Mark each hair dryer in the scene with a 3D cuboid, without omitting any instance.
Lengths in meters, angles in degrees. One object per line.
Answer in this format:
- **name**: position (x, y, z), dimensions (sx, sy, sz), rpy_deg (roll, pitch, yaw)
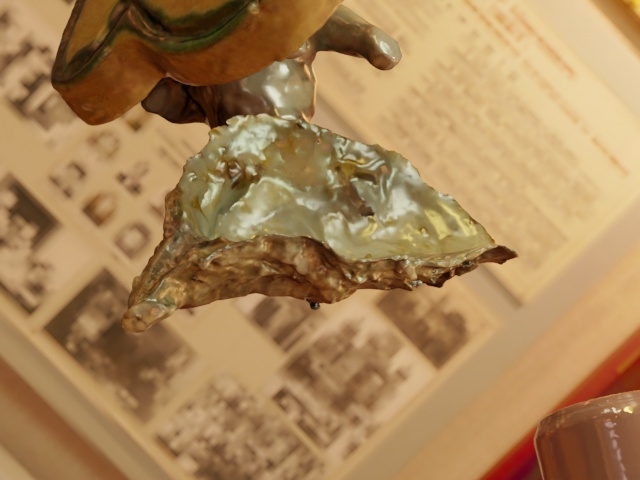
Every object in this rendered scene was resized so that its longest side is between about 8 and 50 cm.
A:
- **hair dryer**: position (0.337, 0.190, 1.208), dimensions (0.125, 0.352, 0.210), rpy_deg (18, 55, -59)

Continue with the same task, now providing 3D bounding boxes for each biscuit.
- **biscuit**: position (-0.089, -0.207, 1.202), dimensions (0.057, 0.287, 0.344), rpy_deg (43, 4, -32)

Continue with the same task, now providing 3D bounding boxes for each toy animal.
- **toy animal**: position (-0.086, -0.213, 1.769), dimensions (0.194, 0.303, 0.344), rpy_deg (1, 54, -32)

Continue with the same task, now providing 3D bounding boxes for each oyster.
- **oyster**: position (-0.021, -0.016, 1.464), dimensions (0.396, 0.111, 0.204), rpy_deg (-5, 46, -32)
